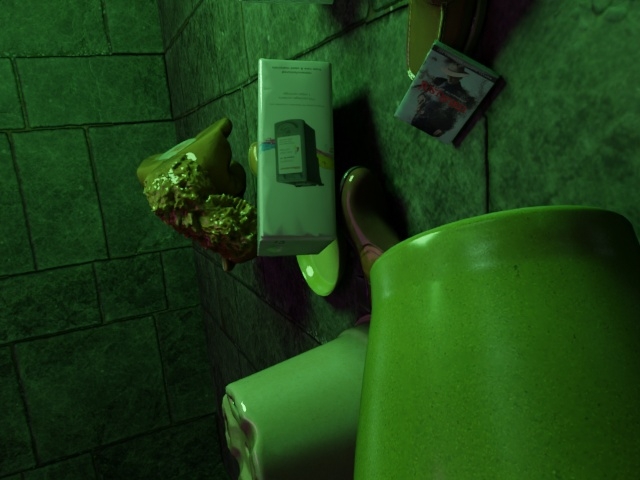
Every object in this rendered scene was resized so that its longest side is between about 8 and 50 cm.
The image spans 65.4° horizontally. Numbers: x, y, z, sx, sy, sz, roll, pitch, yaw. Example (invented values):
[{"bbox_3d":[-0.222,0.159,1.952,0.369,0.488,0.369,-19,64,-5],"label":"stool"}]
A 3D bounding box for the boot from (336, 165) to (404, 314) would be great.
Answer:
[{"bbox_3d":[0.132,0.017,0.728,0.280,0.096,0.263,10,105,63],"label":"boot"}]

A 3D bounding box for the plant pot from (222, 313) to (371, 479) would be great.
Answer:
[{"bbox_3d":[0.003,0.325,0.878,0.334,0.306,0.333,169,90,-67],"label":"plant pot"}]

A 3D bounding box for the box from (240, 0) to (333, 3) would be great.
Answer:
[{"bbox_3d":[-0.062,-0.511,0.835,0.181,0.181,0.119,105,147,-44],"label":"box"}]

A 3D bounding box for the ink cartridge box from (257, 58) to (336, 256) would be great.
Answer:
[{"bbox_3d":[-0.051,-0.135,0.905,0.226,0.131,0.306,132,136,-79],"label":"ink cartridge box"}]

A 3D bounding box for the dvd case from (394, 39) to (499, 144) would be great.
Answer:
[{"bbox_3d":[0.154,-0.181,0.626,0.013,0.087,0.119,-61,1,-36],"label":"dvd case"}]

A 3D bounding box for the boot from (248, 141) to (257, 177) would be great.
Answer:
[{"bbox_3d":[-0.111,-0.174,1.233,0.152,0.073,0.197,-26,82,63],"label":"boot"}]

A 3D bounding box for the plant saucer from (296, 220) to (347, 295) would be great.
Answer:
[{"bbox_3d":[0.000,0.000,1.086,0.241,0.037,0.240,170,90,-67],"label":"plant saucer"}]

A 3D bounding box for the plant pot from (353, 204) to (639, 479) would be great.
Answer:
[{"bbox_3d":[0.182,0.171,0.422,0.366,0.367,0.352,134,134,-62],"label":"plant pot"}]

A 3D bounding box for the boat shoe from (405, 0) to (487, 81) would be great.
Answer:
[{"bbox_3d":[0.131,-0.324,0.572,0.110,0.105,0.307,50,144,46],"label":"boat shoe"}]

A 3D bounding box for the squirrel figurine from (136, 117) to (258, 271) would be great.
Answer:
[{"bbox_3d":[-0.276,-0.070,1.302,0.370,0.281,0.397,61,-173,-25],"label":"squirrel figurine"}]
